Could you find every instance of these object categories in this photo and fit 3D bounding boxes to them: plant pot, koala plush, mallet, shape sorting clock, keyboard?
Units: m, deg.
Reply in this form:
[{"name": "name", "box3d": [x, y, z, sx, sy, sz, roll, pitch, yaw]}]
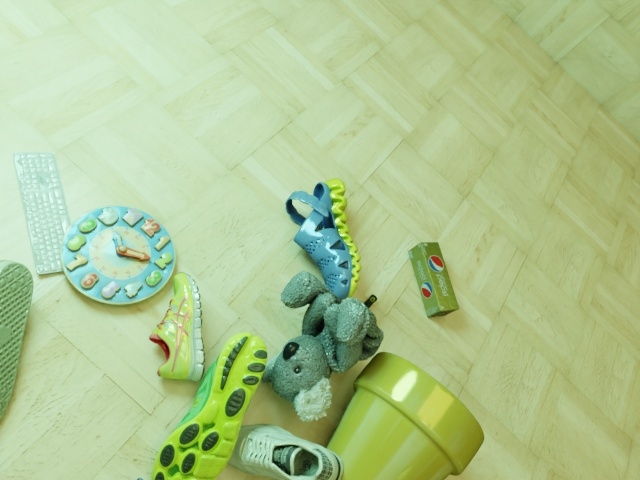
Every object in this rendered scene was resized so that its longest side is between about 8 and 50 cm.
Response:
[{"name": "plant pot", "box3d": [0.129, 0.379, 0.924, 0.254, 0.254, 0.239, 45, 70, 0]}, {"name": "koala plush", "box3d": [-0.007, 0.215, 0.944, 0.196, 0.203, 0.221, 26, 71, 39]}, {"name": "mallet", "box3d": [0.064, 0.173, 1.112, 0.062, 0.039, 0.189, 41, 50, 0]}, {"name": "shape sorting clock", "box3d": [-0.381, 0.023, 0.949, 0.206, 0.040, 0.206, 14, 57, -23]}, {"name": "keyboard", "box3d": [-0.519, -0.058, 0.943, 0.072, 0.014, 0.256, -11, 71, -31]}]

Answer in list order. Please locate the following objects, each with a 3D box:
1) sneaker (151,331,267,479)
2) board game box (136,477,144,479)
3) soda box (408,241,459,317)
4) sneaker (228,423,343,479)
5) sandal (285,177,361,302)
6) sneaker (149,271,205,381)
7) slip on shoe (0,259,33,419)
[{"name": "sneaker", "box3d": [-0.181, 0.304, 0.874, 0.109, 0.123, 0.295, 31, 74, -1]}, {"name": "board game box", "box3d": [-0.298, 0.495, 0.762, 0.136, 0.035, 0.201, 41, 55, -2]}, {"name": "soda box", "box3d": [0.281, 0.097, 1.242, 0.061, 0.058, 0.181, -1, 67, -28]}, {"name": "sneaker", "box3d": [-0.081, 0.359, 0.844, 0.235, 0.095, 0.090, 2, 65, 22]}, {"name": "sandal", "box3d": [0.000, 0.000, 1.120, 0.138, 0.126, 0.317, 1, 57, -23]}, {"name": "sneaker", "box3d": [-0.269, 0.157, 0.922, 0.094, 0.081, 0.208, -1, 64, -20]}, {"name": "slip on shoe", "box3d": [-0.542, 0.189, 0.761, 0.101, 0.123, 0.331, -1, 68, 12]}]
